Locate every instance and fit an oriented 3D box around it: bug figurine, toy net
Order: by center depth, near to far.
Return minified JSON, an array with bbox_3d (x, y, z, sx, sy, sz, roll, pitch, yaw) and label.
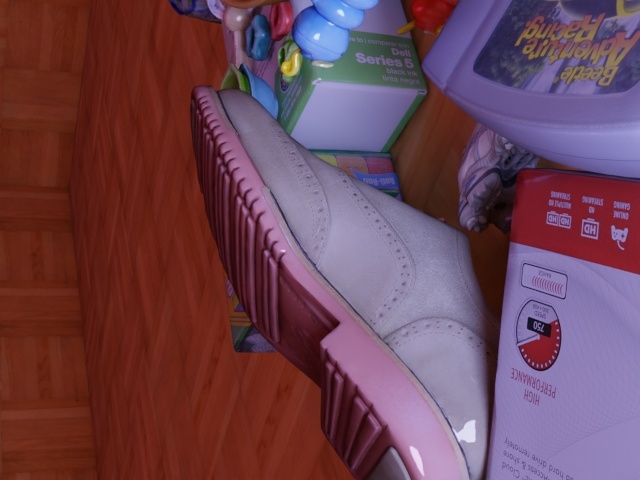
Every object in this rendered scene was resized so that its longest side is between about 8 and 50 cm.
[{"bbox_3d":[0.081,-0.204,0.602,0.072,0.279,0.216,42,122,10],"label":"bug figurine"},{"bbox_3d":[-0.073,-0.197,0.853,0.122,0.045,0.232,115,148,-44],"label":"toy net"}]

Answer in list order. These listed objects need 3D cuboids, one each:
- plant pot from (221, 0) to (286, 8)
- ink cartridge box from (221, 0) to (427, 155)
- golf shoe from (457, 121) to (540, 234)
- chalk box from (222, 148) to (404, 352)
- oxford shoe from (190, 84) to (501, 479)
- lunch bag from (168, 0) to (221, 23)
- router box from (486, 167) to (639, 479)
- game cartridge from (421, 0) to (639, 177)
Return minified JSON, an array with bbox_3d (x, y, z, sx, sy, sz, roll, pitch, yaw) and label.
[{"bbox_3d":[0.000,-0.306,0.756,0.205,0.188,0.205,37,136,46],"label":"plant pot"},{"bbox_3d":[-0.011,-0.196,0.919,0.198,0.115,0.272,123,142,-53],"label":"ink cartridge box"},{"bbox_3d":[0.132,-0.084,0.616,0.176,0.069,0.086,118,152,-47],"label":"golf shoe"},{"bbox_3d":[0.000,0.000,0.855,0.213,0.133,0.132,123,143,-52],"label":"chalk box"},{"bbox_3d":[0.023,0.019,0.686,0.397,0.147,0.140,56,157,30],"label":"oxford shoe"},{"bbox_3d":[-0.120,-0.319,1.188,0.151,0.129,0.096,-166,80,-70],"label":"lunch bag"},{"bbox_3d":[0.196,0.129,0.405,0.335,0.082,0.301,-160,73,-68],"label":"router box"},{"bbox_3d":[0.161,-0.128,0.452,0.196,0.060,0.294,-63,24,2],"label":"game cartridge"}]
